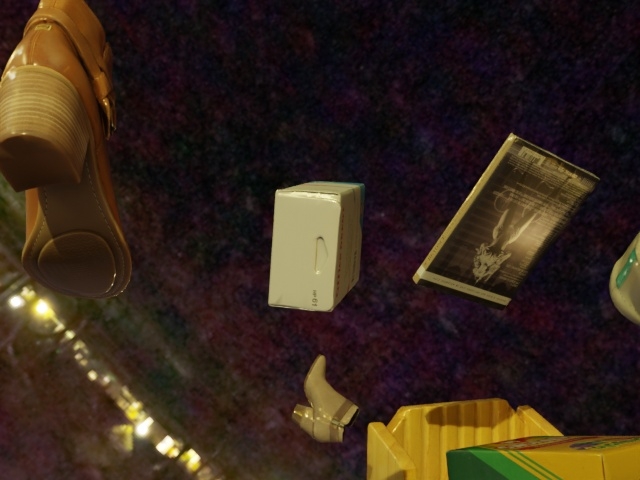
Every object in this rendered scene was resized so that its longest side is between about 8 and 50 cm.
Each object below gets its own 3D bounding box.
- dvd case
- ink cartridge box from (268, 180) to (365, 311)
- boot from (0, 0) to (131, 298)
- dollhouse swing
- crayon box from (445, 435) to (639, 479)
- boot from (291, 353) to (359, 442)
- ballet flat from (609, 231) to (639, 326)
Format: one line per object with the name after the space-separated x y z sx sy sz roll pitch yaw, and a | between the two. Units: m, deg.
0.238 -0.015 0.937 0.164 0.221 0.018 18 -156 -32 | dvd case
0.000 0.000 0.583 0.052 0.088 0.122 5 -172 10 | ink cartridge box
-0.251 -0.089 0.744 0.283 0.109 0.220 84 180 -52 | boot
0.294 0.438 1.150 0.305 0.347 0.315 177 94 -65 | dollhouse swing
0.363 0.326 1.034 0.318 0.202 0.081 -18 73 50 | crayon box
0.015 0.229 1.045 0.087 0.118 0.042 14 159 23 | boot
0.263 0.060 0.376 0.248 0.086 0.086 27 160 -2 | ballet flat
